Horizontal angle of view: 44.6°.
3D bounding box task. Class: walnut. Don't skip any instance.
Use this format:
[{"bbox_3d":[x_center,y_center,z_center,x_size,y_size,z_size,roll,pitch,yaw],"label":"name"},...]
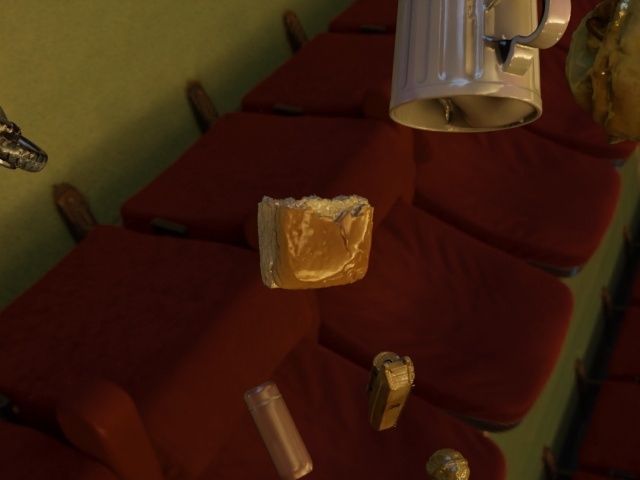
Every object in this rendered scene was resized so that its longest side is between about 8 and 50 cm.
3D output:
[{"bbox_3d":[0.249,0.450,1.529,0.092,0.092,0.092,-10,102,-56],"label":"walnut"}]

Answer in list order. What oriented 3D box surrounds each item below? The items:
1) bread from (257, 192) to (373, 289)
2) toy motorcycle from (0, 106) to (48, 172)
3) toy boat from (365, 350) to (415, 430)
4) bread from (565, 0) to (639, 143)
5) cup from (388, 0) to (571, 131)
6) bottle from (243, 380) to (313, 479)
[{"bbox_3d":[-0.002,0.000,0.860,0.125,0.082,0.106,-2,86,-19],"label":"bread"},{"bbox_3d":[-0.313,-0.110,0.574,0.092,0.136,0.254,-57,152,3],"label":"toy motorcycle"},{"bbox_3d":[0.125,0.286,1.490,0.068,0.088,0.226,-14,143,-19],"label":"toy boat"},{"bbox_3d":[0.285,-0.057,0.299,0.084,0.368,0.077,82,19,-60],"label":"bread"},{"bbox_3d":[0.185,-0.235,0.862,0.167,0.221,0.201,9,81,-54],"label":"cup"},{"bbox_3d":[-0.061,0.272,1.113,0.053,0.053,0.140,-13,74,-56],"label":"bottle"}]
